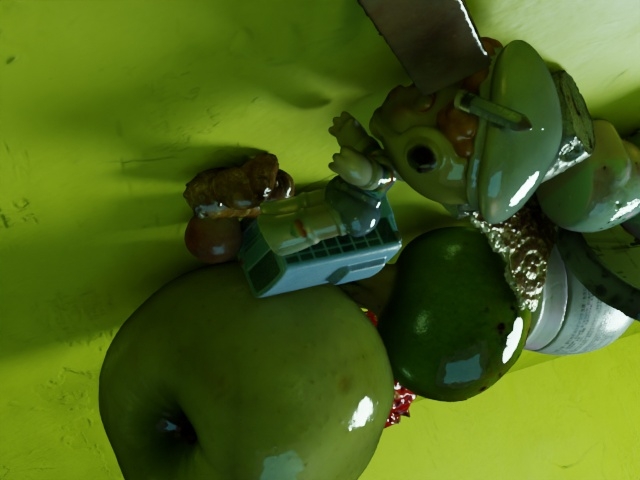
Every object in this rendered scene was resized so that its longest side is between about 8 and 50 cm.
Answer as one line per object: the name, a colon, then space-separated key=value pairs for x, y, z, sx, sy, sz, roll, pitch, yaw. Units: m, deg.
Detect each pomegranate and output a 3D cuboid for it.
pomegranate: x=0.196 y=0.107 z=1.804 sx=0.359 sy=0.309 sz=0.216 roll=21 pitch=170 yaw=-3

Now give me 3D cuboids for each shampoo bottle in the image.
shampoo bottle: x=0.447 y=0.082 z=2.007 sx=0.266 sy=0.273 sz=0.273 roll=1 pitch=155 yaw=-25

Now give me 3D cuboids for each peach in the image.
peach: x=-0.150 y=-0.005 z=1.470 sx=0.083 sy=0.083 sz=0.083 roll=-17 pitch=161 yaw=-6

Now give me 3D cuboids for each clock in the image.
clock: x=0.576 y=0.012 z=1.862 sx=0.325 sy=0.325 sz=0.067 roll=-9 pitch=141 yaw=-28

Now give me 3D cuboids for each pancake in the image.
pancake: x=0.309 y=-0.001 z=1.715 sx=0.057 sy=0.244 sz=0.266 roll=0 pitch=-174 yaw=44

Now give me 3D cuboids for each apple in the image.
apple: x=-0.107 y=0.241 z=1.671 sx=0.474 sy=0.473 sz=0.473 roll=-17 pitch=161 yaw=-6

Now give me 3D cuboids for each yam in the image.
yam: x=0.244 y=-0.125 z=1.428 sx=0.254 sy=0.154 sz=0.154 roll=-23 pitch=161 yaw=14

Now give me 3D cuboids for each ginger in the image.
ginger: x=-0.092 y=-0.071 z=1.362 sx=0.103 sy=0.073 sz=0.162 roll=-17 pitch=172 yaw=38

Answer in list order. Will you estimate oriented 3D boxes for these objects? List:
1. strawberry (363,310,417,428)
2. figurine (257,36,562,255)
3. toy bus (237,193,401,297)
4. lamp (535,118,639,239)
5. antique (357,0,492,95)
strawberry: x=0.045 y=0.246 z=2.144 sx=0.292 sy=0.292 sz=0.343 roll=-29 pitch=145 yaw=27
figurine: x=0.111 y=-0.091 z=1.268 sx=0.382 sy=0.205 sz=0.224 roll=-23 pitch=-161 yaw=27
toy bus: x=0.000 y=0.000 z=1.538 sx=0.234 sy=0.133 sz=0.116 roll=-11 pitch=159 yaw=-36
lamp: x=0.521 y=-0.074 z=1.701 sx=0.301 sy=0.247 sz=0.247 roll=-1 pitch=153 yaw=-26
antique: x=0.086 y=-0.243 z=1.005 sx=0.087 sy=0.093 sz=0.310 roll=-24 pitch=161 yaw=13
